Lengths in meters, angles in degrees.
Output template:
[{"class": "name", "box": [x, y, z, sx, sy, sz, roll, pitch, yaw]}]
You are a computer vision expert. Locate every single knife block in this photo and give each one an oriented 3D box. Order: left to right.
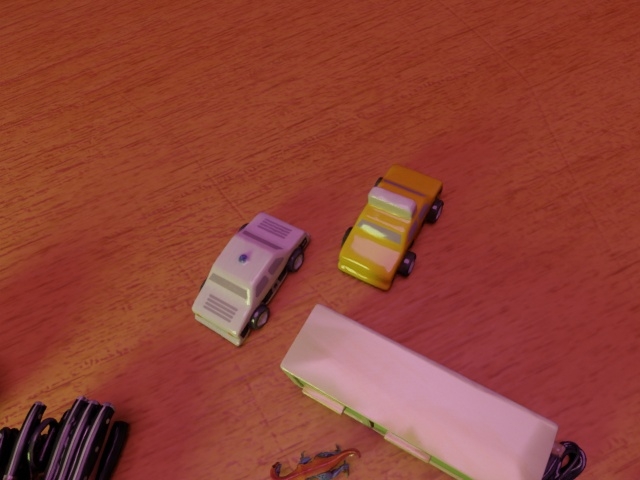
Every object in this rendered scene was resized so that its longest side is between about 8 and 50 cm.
[{"class": "knife block", "box": [-0.290, 0.324, 0.495, 0.242, 0.088, 0.276, -34, 62, -9]}]

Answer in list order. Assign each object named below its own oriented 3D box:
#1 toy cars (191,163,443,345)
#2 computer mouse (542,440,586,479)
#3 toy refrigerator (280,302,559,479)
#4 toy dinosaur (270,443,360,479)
[{"class": "toy cars", "box": [0.000, 0.000, 0.625, 0.393, 0.087, 0.177, -20, 61, -2]}, {"class": "computer mouse", "box": [0.299, 0.292, 0.452, 0.193, 0.042, 0.106, 30, 66, 28]}, {"class": "toy refrigerator", "box": [0.095, 0.181, 0.506, 0.269, 0.102, 0.094, 25, 69, 19]}, {"class": "toy dinosaur", "box": [-0.012, 0.247, 0.510, 0.082, 0.090, 0.047, 2, 40, -26]}]
